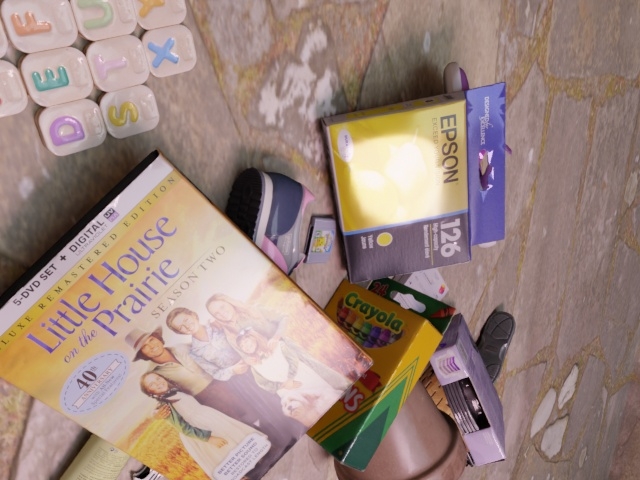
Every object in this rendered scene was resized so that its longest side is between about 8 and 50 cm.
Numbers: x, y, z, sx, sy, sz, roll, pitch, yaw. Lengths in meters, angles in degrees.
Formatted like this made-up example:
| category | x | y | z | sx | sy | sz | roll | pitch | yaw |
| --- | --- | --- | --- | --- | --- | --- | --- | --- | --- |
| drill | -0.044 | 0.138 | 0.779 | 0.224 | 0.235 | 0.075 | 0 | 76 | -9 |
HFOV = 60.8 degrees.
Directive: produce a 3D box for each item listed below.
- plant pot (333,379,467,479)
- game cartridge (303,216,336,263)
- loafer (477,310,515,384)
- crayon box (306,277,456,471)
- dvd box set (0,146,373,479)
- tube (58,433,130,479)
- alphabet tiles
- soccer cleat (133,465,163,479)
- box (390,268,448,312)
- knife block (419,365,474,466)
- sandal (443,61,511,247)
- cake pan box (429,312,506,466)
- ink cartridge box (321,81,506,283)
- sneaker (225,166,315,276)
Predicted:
| category | x | y | z | sx | sy | sz | roll | pitch | yaw |
| --- | --- | --- | --- | --- | --- | --- | --- | --- | --- |
| plant pot | 0.128 | 0.350 | 1.065 | 0.263 | 0.263 | 0.229 | -29 | 108 | -31 |
| game cartridge | 0.000 | 0.000 | 0.942 | 0.056 | 0.017 | 0.083 | -2 | 109 | -46 |
| loafer | 0.438 | 0.316 | 1.426 | 0.267 | 0.096 | 0.084 | -56 | 145 | -14 |
| crayon box | 0.071 | 0.205 | 0.963 | 0.318 | 0.202 | 0.081 | -57 | 135 | -10 |
| dvd box set | -0.163 | 0.137 | 0.702 | 0.307 | 0.062 | 0.420 | -44 | 117 | -4 |
| tube | -0.320 | 0.325 | 0.760 | 0.240 | 0.070 | 0.062 | -57 | 178 | -2 |
| alphabet tiles | -0.269 | -0.243 | 0.590 | 0.278 | 0.021 | 0.284 | -26 | 123 | -33 |
| soccer cleat | -0.252 | 0.355 | 0.850 | 0.083 | 0.029 | 0.035 | -26 | 128 | -27 |
| box | 0.187 | 0.132 | 1.153 | 0.186 | 0.038 | 0.145 | -51 | 134 | -13 |
| knife block | 0.318 | 0.455 | 1.392 | 0.276 | 0.242 | 0.088 | 45 | 68 | 3 |
| sandal | 0.313 | -0.164 | 1.052 | 0.169 | 0.102 | 0.416 | -88 | 160 | -46 |
| cake pan box | 0.316 | 0.305 | 1.159 | 0.246 | 0.070 | 0.267 | 64 | 18 | 0 |
| ink cartridge box | 0.176 | -0.087 | 0.926 | 0.307 | 0.072 | 0.303 | -11 | 119 | 1 |
| sneaker | -0.084 | 0.058 | 0.821 | 0.131 | 0.112 | 0.319 | 6 | 104 | -41 |
